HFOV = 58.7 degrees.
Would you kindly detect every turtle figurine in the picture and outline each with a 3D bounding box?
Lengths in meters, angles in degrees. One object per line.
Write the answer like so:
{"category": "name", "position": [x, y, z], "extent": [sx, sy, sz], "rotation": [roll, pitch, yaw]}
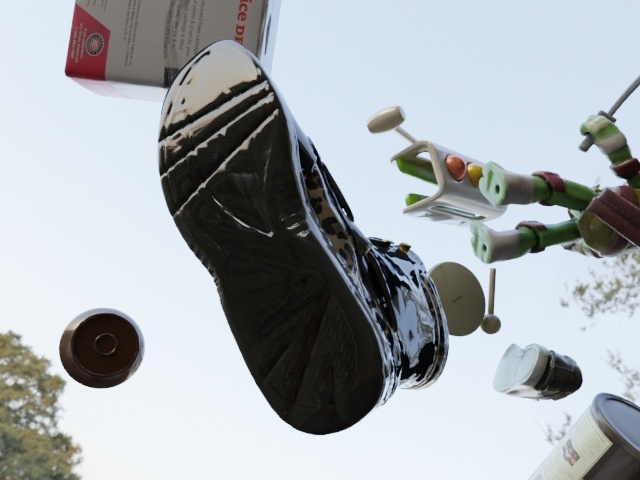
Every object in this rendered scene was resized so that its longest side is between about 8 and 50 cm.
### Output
{"category": "turtle figurine", "position": [0.335, -0.065, 0.772], "extent": [0.267, 0.274, 0.197], "rotation": [-4, -23, -8]}

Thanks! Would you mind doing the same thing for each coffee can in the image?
{"category": "coffee can", "position": [0.544, 0.465, 1.102], "extent": [0.202, 0.201, 0.275], "rotation": [30, -67, 7]}

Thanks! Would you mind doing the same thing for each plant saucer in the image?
{"category": "plant saucer", "position": [-0.439, 0.215, 1.157], "extent": [0.168, 0.168, 0.029], "rotation": [42, -36, -10]}

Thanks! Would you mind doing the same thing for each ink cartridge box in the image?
{"category": "ink cartridge box", "position": [-0.178, -0.265, 0.722], "extent": [0.238, 0.171, 0.100], "rotation": [8, -1, 5]}

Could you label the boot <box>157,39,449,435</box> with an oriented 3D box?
{"category": "boot", "position": [0.000, 0.000, 0.584], "extent": [0.138, 0.284, 0.377], "rotation": [-35, -114, 16]}

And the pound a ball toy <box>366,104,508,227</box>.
{"category": "pound a ball toy", "position": [0.256, -0.155, 1.171], "extent": [0.136, 0.208, 0.319], "rotation": [-25, -22, 38]}

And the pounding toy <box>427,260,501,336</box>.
{"category": "pounding toy", "position": [0.322, 0.152, 1.405], "extent": [0.237, 0.182, 0.110], "rotation": [5, -18, -26]}

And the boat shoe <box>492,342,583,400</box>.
{"category": "boat shoe", "position": [0.310, 0.198, 0.835], "extent": [0.069, 0.081, 0.227], "rotation": [21, -10, 8]}
